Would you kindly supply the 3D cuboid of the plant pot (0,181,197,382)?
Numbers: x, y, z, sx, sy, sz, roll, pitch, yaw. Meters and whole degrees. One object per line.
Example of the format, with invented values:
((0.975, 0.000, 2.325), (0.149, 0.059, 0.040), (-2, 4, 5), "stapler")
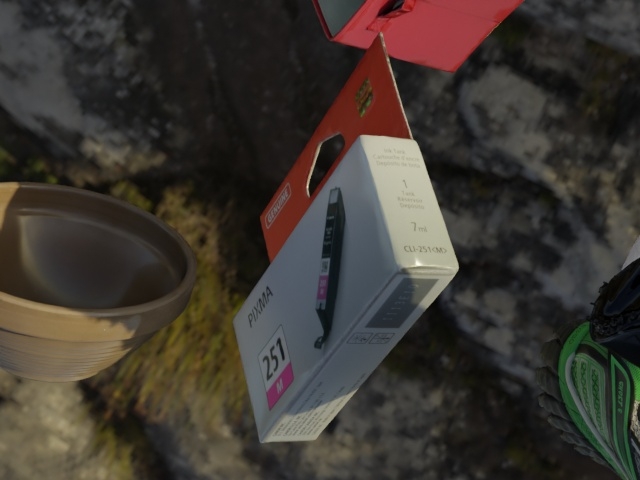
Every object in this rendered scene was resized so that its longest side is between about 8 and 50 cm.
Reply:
((-0.233, 0.047, 1.318), (0.237, 0.237, 0.109), (21, 114, 12), "plant pot")

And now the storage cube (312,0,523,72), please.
((0.108, -0.325, 1.700), (0.193, 0.215, 0.183), (9, 140, -39), "storage cube")

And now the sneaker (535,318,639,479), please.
((0.329, 0.205, 1.277), (0.343, 0.134, 0.146), (46, 158, -12), "sneaker")

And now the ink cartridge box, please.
((0.000, 0.000, 1.257), (0.060, 0.238, 0.275), (2, 145, -28), "ink cartridge box")

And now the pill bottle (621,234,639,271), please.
((0.450, 0.081, 1.528), (0.279, 0.162, 0.162), (19, 143, -14), "pill bottle")

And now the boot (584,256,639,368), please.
((0.299, 0.076, 0.877), (0.207, 0.094, 0.246), (39, 152, -29), "boot")
